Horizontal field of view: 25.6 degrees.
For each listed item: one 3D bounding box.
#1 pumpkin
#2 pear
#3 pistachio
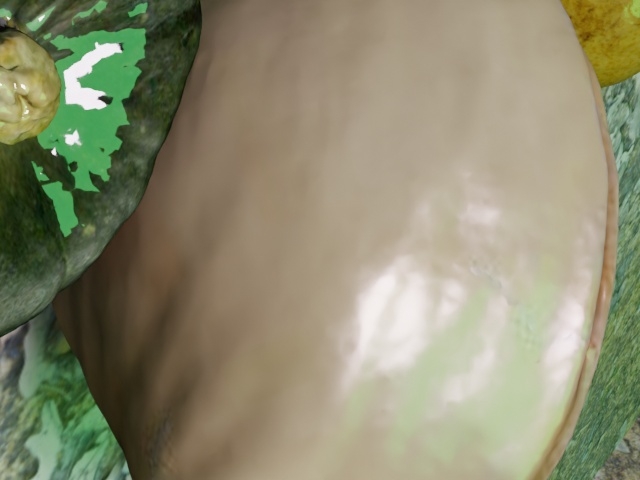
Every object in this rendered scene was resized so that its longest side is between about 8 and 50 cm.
[{"bbox_3d":[-0.172,-0.092,0.581,0.300,0.207,0.300,-34,135,-44],"label":"pumpkin"},{"bbox_3d":[0.227,-0.231,1.218,0.209,0.208,0.209,-44,150,-34],"label":"pear"},{"bbox_3d":[0.000,0.000,0.855,0.281,0.365,0.446,28,63,-59],"label":"pistachio"}]
